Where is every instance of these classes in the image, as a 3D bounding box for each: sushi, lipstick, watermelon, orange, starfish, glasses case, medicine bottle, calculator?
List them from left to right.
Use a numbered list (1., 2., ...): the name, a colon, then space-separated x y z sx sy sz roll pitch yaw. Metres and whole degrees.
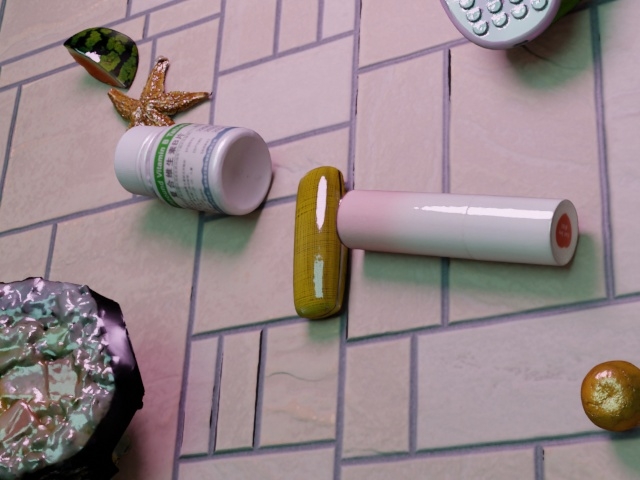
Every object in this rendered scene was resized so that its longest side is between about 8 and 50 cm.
1. sushi: -0.404 0.242 1.738 0.329 0.285 0.328 -23 59 -2
2. watermelon: -0.391 -0.318 2.131 0.135 0.125 0.094 56 134 20
3. starfish: -0.292 -0.214 2.023 0.227 0.043 0.240 6 74 37
4. medicine bottle: -0.204 -0.118 1.850 0.237 0.139 0.139 11 74 37
5. glasses case: 0.000 0.000 1.699 0.079 0.064 0.234 -18 59 35
6. lipstick: 0.176 -0.020 1.571 0.327 0.087 0.087 5 71 36
7. calculator: 0.238 -0.404 1.627 0.185 0.041 0.298 -22 71 23
8. orange: 0.344 0.180 1.368 0.083 0.070 0.083 -7 76 29

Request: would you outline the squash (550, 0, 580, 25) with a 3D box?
1. squash: 0.342 -0.369 1.634 0.292 0.082 0.082 -43 50 13
